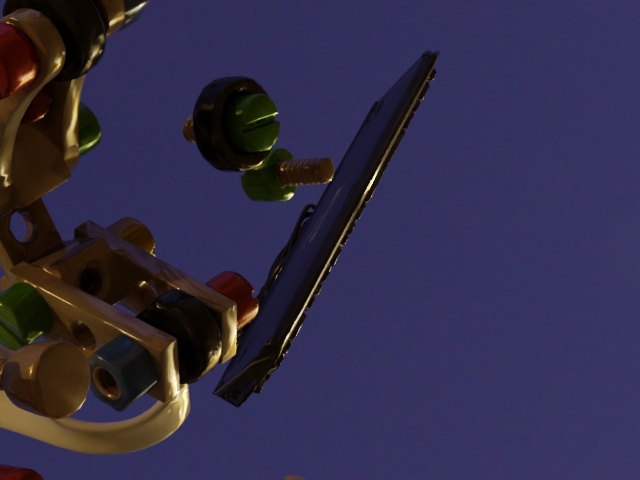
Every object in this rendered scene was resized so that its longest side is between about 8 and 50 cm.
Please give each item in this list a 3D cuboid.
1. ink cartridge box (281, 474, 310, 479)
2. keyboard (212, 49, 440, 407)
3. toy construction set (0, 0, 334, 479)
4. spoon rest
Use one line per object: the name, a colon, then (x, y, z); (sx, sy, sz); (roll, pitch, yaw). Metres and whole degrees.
ink cartridge box: (-0.024, 0.295, 0.801); (0.117, 0.278, 0.201); (22, -42, -16)
keyboard: (0.000, 0.000, 1.226); (0.033, 0.201, 0.317); (34, -120, -8)
toy construction set: (-0.193, 0.002, 0.891); (0.257, 0.237, 0.309); (50, -128, -39)
spoon rest: (-0.259, 0.130, 1.361); (0.137, 0.276, 0.084); (88, -161, -45)
